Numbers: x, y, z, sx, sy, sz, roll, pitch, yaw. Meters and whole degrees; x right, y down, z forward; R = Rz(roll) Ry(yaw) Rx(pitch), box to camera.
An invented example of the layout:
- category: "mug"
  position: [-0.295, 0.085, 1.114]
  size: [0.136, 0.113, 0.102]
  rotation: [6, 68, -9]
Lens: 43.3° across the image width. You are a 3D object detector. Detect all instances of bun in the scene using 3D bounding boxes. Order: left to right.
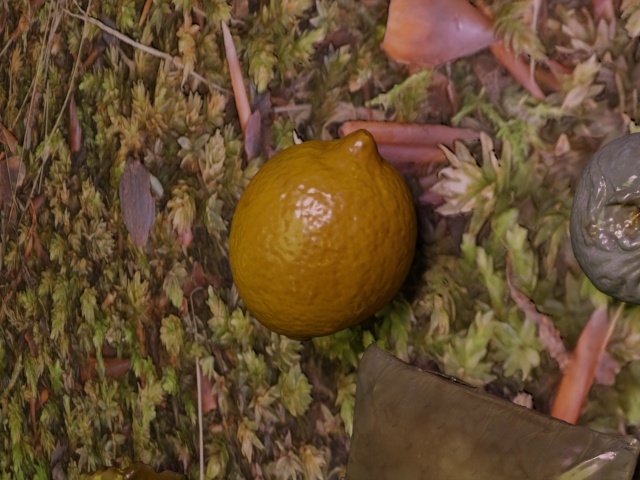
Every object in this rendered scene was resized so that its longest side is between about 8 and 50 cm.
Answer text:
- category: "bun"
  position: [0.250, -0.016, 0.609]
  size: [0.140, 0.083, 0.141]
  rotation: [-1, 88, 45]

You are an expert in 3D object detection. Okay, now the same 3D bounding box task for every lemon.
- category: "lemon"
  position: [0.000, 0.000, 0.800]
  size: [0.187, 0.186, 0.244]
  rotation: [47, 129, 34]

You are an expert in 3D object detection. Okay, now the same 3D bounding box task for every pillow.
- category: "pillow"
  position: [0.134, 0.217, 0.747]
  size: [0.302, 0.075, 0.185]
  rotation: [15, 101, 44]

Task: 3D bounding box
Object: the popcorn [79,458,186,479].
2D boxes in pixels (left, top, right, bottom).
- category: "popcorn"
  position: [-0.265, 0.403, 1.113]
  size: [0.169, 0.218, 0.189]
  rotation: [80, -170, -70]
